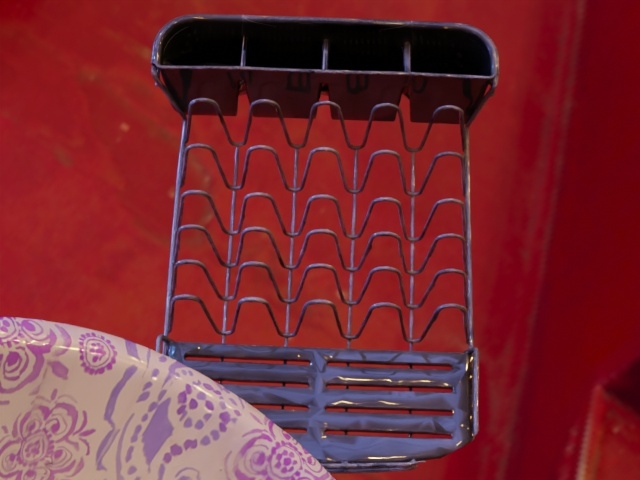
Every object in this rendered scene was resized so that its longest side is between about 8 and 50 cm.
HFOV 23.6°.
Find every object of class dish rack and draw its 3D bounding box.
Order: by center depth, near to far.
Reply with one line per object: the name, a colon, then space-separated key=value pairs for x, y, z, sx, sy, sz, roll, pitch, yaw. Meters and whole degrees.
dish rack: x=0.000 y=0.000 z=0.899 sx=0.208 sy=0.074 sz=0.271 roll=1 pitch=64 yaw=1

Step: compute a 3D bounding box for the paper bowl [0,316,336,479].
paper bowl: x=-0.100 y=0.179 z=0.556 sx=0.284 sy=0.148 sz=0.284 roll=28 pitch=32 yaw=-20
